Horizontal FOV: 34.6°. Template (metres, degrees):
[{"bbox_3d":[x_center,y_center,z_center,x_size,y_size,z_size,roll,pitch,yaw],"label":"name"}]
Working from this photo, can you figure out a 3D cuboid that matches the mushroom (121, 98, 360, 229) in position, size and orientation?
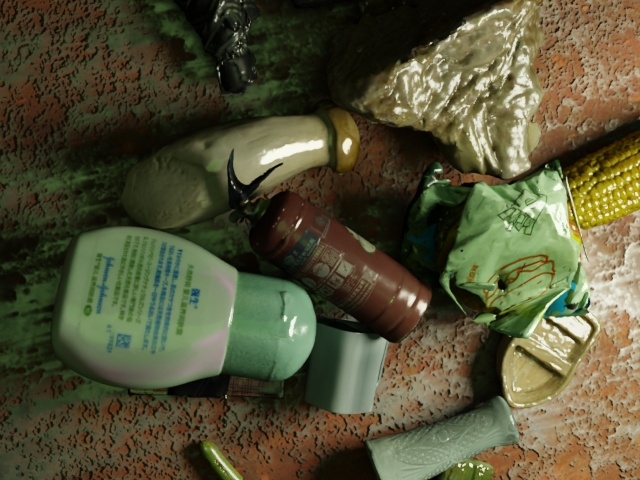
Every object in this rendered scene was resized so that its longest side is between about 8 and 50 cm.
[{"bbox_3d":[-0.110,-0.109,1.449,0.350,0.128,0.128,-17,96,-13],"label":"mushroom"}]

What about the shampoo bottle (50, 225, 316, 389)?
[{"bbox_3d":[-0.178,0.102,1.400,0.349,0.151,0.222,9,64,-7],"label":"shampoo bottle"}]

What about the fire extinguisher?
[{"bbox_3d":[0.000,0.000,1.401,0.344,0.102,0.138,35,127,-13],"label":"fire extinguisher"}]

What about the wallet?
[{"bbox_3d":[-0.163,0.169,1.494,0.230,0.042,0.124,3,90,-12],"label":"wallet"}]

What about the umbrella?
[{"bbox_3d":[-0.146,-0.381,1.430,0.154,0.128,0.337,-27,104,8],"label":"umbrella"}]

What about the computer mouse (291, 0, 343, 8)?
[{"bbox_3d":[-0.002,-0.465,1.437,0.170,0.100,0.269,-21,87,-2],"label":"computer mouse"}]

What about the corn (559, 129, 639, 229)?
[{"bbox_3d":[0.465,-0.101,1.551,0.321,0.119,0.119,-22,97,-5],"label":"corn"}]

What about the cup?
[{"bbox_3d":[0.046,0.179,1.507,0.128,0.095,0.130,5,97,-45],"label":"cup"}]

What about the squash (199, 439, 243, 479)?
[{"bbox_3d":[-0.150,0.328,1.513,0.027,0.027,0.083,-40,98,-5],"label":"squash"}]

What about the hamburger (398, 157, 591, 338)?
[{"bbox_3d":[0.244,0.027,1.450,0.275,0.150,0.261,-2,122,8],"label":"hamburger"}]

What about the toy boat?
[{"bbox_3d":[0.333,0.170,1.571,0.116,0.061,0.188,36,87,-11],"label":"toy boat"}]

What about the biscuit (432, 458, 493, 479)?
[{"bbox_3d":[0.185,0.489,1.577,0.099,0.038,0.323,15,91,-13],"label":"biscuit"}]

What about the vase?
[{"bbox_3d":[0.182,0.303,1.527,0.219,0.096,0.096,-21,97,-4],"label":"vase"}]

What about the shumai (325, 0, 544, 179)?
[{"bbox_3d":[0.193,-0.237,1.491,0.346,0.217,0.283,-40,130,-10],"label":"shumai"}]
